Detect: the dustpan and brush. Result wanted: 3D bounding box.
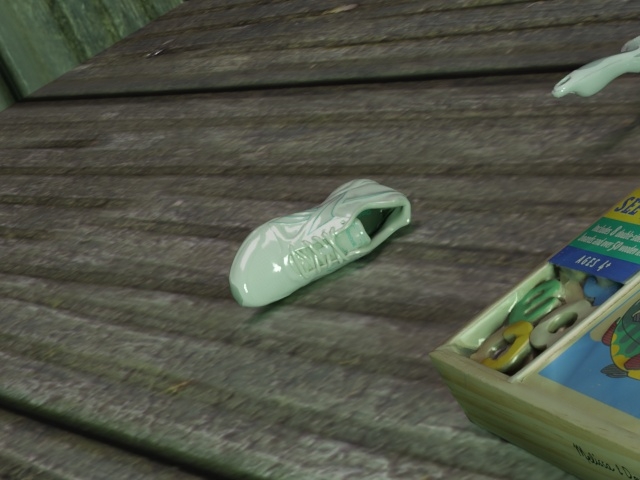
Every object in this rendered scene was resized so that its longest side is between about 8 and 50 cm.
[{"bbox_3d":[0.256,-0.136,1.409,0.211,0.060,0.147,-34,18,-22],"label":"dustpan and brush"}]

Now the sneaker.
[{"bbox_3d":[0.000,0.000,1.405,0.152,0.053,0.061,-33,21,-23],"label":"sneaker"}]

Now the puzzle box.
[{"bbox_3d":[0.245,0.028,0.907,0.272,0.052,0.409,-37,19,-13],"label":"puzzle box"}]
